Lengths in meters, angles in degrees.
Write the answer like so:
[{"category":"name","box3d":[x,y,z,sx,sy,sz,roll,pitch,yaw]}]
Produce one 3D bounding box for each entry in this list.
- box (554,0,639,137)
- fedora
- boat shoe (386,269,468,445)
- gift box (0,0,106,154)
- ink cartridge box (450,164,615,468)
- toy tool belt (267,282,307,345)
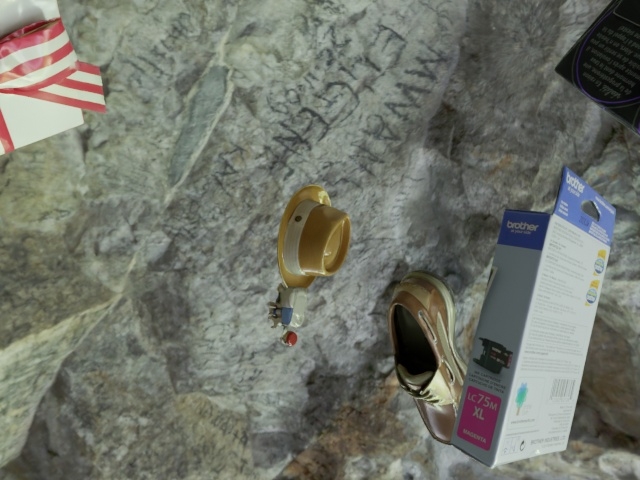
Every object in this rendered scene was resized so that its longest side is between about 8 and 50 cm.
[{"category":"box","box3d":[0.326,-0.087,0.326,0.270,0.165,0.143,16,-55,-33]},{"category":"fedora","box3d":[0.000,0.000,0.833,0.079,0.194,0.194,9,-67,26]},{"category":"boat shoe","box3d":[0.177,0.215,0.842,0.122,0.120,0.324,-4,-72,42]},{"category":"gift box","box3d":[-0.410,-0.211,0.519,0.258,0.255,0.276,40,-32,21]},{"category":"ink cartridge box","box3d":[0.254,0.088,0.561,0.065,0.185,0.311,15,-90,48]},{"category":"toy tool belt","box3d":[-0.050,0.104,0.693,0.051,0.052,0.083,3,-100,42]}]
